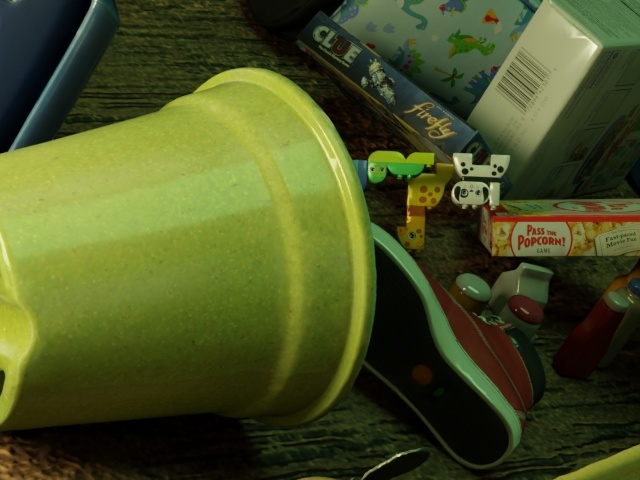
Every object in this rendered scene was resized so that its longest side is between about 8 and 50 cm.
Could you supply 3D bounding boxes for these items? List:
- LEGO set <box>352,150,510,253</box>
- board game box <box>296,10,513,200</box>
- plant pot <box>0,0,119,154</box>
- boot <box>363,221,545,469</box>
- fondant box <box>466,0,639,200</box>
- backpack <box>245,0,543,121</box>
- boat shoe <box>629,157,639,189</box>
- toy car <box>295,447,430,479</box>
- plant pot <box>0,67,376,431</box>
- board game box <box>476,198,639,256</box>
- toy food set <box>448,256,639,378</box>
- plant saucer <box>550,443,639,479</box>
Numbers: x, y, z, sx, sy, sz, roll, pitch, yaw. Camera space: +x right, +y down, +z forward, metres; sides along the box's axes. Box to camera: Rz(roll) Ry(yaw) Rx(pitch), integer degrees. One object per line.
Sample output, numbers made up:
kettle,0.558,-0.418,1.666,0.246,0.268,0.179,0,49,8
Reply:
LEGO set,0.073,-0.037,1.590,0.227,0.093,0.087,2,-8,2
board game box,0.095,-0.142,1.739,0.243,0.042,0.165,41,-1,27
plant pot,-0.307,-0.197,1.339,0.212,0.236,0.236,21,27,-30
boot,0.105,0.070,1.406,0.244,0.088,0.176,53,27,-2
fondant box,0.315,-0.167,1.876,0.096,0.238,0.330,45,31,24
backpack,0.137,-0.296,1.920,0.355,0.290,0.273,16,37,-39
boat shoe,0.438,-0.135,2.125,0.089,0.109,0.258,18,45,-36
toy car,0.005,0.210,0.994,0.149,0.188,0.155,41,29,20
plant pot,-0.144,0.023,1.124,0.253,0.276,0.276,-9,46,-36
board game box,0.267,-0.014,1.648,0.193,0.045,0.147,0,8,-1
toy food set,0.245,0.061,1.572,0.232,0.104,0.111,13,32,-30
plant saucer,0.290,0.301,1.111,0.332,0.081,0.333,-15,57,-34
